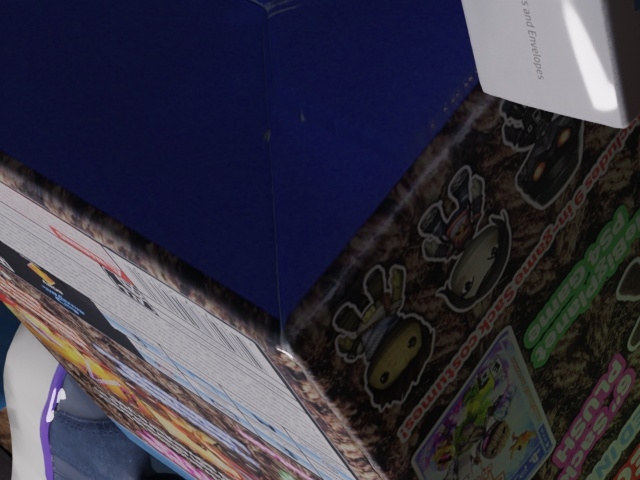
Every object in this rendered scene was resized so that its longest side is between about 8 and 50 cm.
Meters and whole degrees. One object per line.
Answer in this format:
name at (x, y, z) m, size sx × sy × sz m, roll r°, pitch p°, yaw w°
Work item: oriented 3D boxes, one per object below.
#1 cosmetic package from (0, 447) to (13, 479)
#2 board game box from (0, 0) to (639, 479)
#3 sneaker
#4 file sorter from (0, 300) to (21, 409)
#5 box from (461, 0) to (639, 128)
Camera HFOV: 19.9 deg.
cosmetic package at (-0.297, 0.260, 1.291) m, size 0.107 × 0.238 × 0.127 m, roll 36°, pitch 149°, yaw 26°
board game box at (0.000, 0.000, 0.576) m, size 0.232 × 0.141 × 0.291 m, roll 30°, pitch 163°, yaw 34°
sneaker at (-0.030, 0.156, 0.901) m, size 0.236 × 0.130 × 0.323 m, roll 34°, pitch 152°, yaw 19°
file sorter at (-0.220, 0.035, 0.991) m, size 0.118 × 0.170 × 0.104 m, roll 16°, pitch 134°, yaw 47°
box at (0.086, -0.131, 0.334) m, size 0.038 × 0.186 × 0.145 m, roll 22°, pitch 139°, yaw 42°
